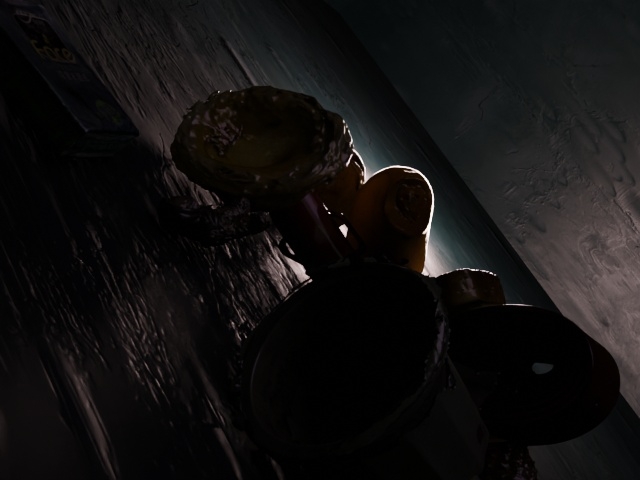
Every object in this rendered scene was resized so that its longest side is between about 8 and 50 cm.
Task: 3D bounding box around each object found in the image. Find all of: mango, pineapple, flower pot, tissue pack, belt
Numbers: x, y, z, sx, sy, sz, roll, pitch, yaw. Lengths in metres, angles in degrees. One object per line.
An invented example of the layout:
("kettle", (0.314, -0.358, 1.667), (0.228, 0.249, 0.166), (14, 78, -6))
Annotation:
("mango", (0.119, -0.014, 1.814), (0.359, 0.144, 0.187), (102, -17, -55))
("pineapple", (0.308, 0.428, 1.631), (0.119, 0.111, 0.237), (9, 43, -20))
("flower pot", (0.075, 0.196, 1.284), (0.259, 0.290, 0.290), (50, 12, -37))
("tissue pack", (-0.355, -0.211, 1.378), (0.235, 0.073, 0.173), (51, 15, 6))
("belt", (0.313, 0.225, 1.732), (0.122, 0.338, 0.217), (34, 61, -44))

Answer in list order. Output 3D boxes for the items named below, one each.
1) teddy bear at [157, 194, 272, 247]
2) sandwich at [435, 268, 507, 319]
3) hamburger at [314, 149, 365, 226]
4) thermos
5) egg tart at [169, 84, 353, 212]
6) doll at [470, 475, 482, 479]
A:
("teddy bear", (-0.160, -0.024, 1.480), (0.160, 0.078, 0.119), (4, 25, -38))
("sandwich", (0.200, 0.117, 1.831), (0.186, 0.214, 0.065), (14, 55, -61))
("hamburger", (-0.008, -0.110, 1.910), (0.113, 0.185, 0.177), (-95, -174, -57))
("thermos", (0.000, 0.001, 1.754), (0.232, 0.124, 0.099), (56, 22, -5))
("egg tart", (-0.089, -0.136, 1.659), (0.288, 0.288, 0.118), (-112, -167, -48))
("doll", (0.175, 0.322, 1.542), (0.142, 0.076, 0.245), (11, 27, -11))
